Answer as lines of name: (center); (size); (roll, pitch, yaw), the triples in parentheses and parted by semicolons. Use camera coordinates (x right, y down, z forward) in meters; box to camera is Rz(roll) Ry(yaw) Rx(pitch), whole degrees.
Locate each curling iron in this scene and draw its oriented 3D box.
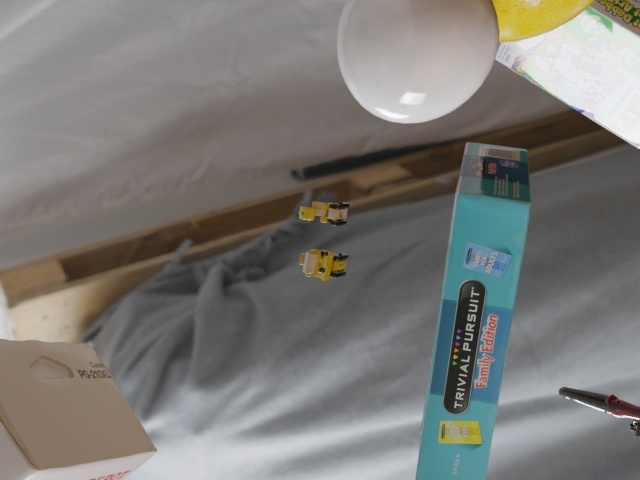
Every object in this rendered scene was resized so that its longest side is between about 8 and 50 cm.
curling iron: (0.477, 0.273, 1.639); (0.274, 0.068, 0.035); (-162, 72, -68)

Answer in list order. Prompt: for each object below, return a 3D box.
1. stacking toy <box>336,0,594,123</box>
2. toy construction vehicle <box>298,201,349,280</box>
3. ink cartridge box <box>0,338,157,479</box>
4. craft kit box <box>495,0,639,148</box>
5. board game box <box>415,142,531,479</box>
stacking toy: (0.155, -0.282, 0.796); (0.351, 0.480, 0.350); (23, 150, 14)
toy construction vehicle: (0.000, 0.000, 1.067); (0.035, 0.098, 0.085); (13, 100, 23)
ink cartridge box: (-0.251, 0.177, 0.664); (0.100, 0.237, 0.172); (52, -173, 15)
craft kit box: (0.365, -0.246, 1.313); (0.247, 0.061, 0.250); (31, 167, 8)
board game box: (0.175, 0.079, 1.147); (0.254, 0.079, 0.336); (-57, -25, -70)
